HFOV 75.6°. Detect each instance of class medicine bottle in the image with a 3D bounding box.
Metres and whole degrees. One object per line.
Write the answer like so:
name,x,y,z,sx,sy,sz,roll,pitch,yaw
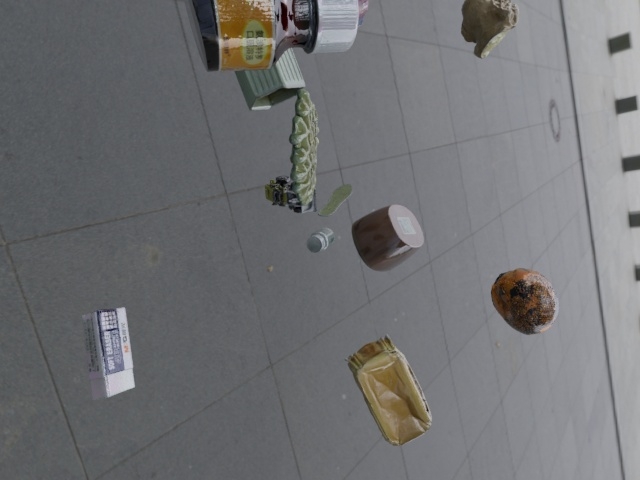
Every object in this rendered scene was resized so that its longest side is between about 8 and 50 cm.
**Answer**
medicine bottle,0.000,0.000,1.628,0.130,0.080,0.081,-36,113,-64
medicine bottle,-0.111,-0.542,0.985,0.394,0.242,0.243,-13,97,-13

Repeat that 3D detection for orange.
orange,0.701,0.208,1.415,0.182,0.234,0.235,-13,97,-10

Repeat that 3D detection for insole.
insole,0.079,-0.201,2.014,0.322,0.109,0.007,-52,138,-46

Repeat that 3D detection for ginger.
ginger,0.388,-0.546,0.982,0.074,0.137,0.214,4,68,-37

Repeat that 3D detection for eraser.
eraser,-0.722,0.380,1.411,0.130,0.086,0.288,8,69,-69

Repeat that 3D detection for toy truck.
toy truck,-0.131,-0.190,1.753,0.111,0.285,0.137,-21,118,-36

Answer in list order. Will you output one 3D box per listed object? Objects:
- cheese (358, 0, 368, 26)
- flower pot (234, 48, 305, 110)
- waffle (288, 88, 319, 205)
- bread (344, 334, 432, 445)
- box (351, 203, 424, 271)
cheese,0.133,-0.741,1.212,0.155,0.062,0.244,-49,165,-33
flower pot,-0.195,-0.622,1.555,0.209,0.239,0.190,-47,117,-76
waffle,-0.044,-0.257,1.208,0.309,0.056,0.292,77,16,-72
bread,0.169,0.367,1.016,0.136,0.107,0.241,-28,98,-5
box,0.317,-0.022,1.905,0.300,0.216,0.301,25,48,-31
